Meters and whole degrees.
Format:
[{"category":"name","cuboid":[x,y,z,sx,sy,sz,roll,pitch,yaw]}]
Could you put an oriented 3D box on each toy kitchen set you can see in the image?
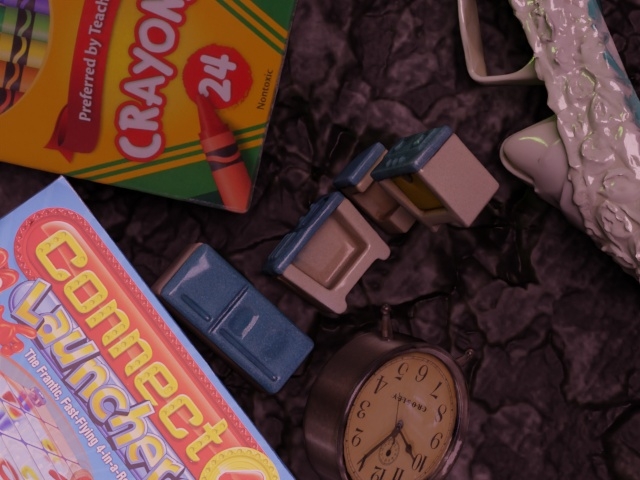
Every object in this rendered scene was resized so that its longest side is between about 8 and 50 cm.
[{"category":"toy kitchen set","cuboid":[0.000,0.000,1.029,0.122,0.166,0.207,43,75,-13]}]

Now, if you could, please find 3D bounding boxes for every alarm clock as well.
[{"category":"alarm clock","cuboid":[0.040,0.151,1.046,0.129,0.064,0.192,30,79,-39]}]

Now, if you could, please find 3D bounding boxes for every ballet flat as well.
[{"category":"ballet flat","cuboid":[0.195,-0.127,1.136,0.147,0.147,0.408,-14,77,-11]}]

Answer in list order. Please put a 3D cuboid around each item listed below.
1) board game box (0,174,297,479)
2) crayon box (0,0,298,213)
[{"category":"board game box","cuboid":[-0.219,0.164,1.013,0.302,0.086,0.308,-37,85,-14]},{"category":"crayon box","cuboid":[-0.186,-0.154,1.044,0.319,0.081,0.202,11,108,-7]}]
